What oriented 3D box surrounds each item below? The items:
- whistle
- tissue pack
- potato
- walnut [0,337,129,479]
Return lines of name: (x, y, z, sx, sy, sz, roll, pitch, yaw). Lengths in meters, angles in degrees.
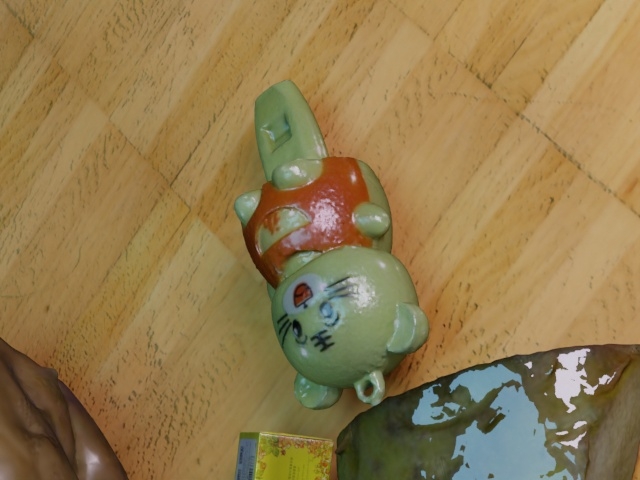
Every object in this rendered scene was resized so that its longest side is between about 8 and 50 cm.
whistle: (0.000, 0.000, 1.307, 0.131, 0.106, 0.288, -36, 60, 33)
tissue pack: (-0.036, 0.236, 1.285, 0.095, 0.062, 0.176, 151, 125, -76)
potato: (0.129, 0.224, 1.164, 0.269, 0.112, 0.255, -25, 67, 32)
walnut: (-0.337, 0.246, 1.382, 0.383, 0.383, 0.384, -9, 75, 35)
